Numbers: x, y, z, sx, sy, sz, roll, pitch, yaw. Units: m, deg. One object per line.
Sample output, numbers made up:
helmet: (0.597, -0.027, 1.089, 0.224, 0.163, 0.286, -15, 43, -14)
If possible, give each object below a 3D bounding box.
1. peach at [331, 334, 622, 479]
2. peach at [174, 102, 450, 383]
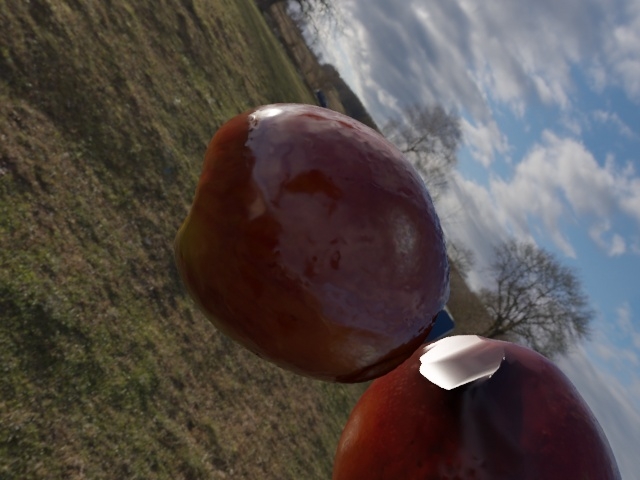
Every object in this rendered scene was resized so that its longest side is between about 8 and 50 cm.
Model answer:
peach: (0.198, 0.310, 0.660, 0.388, 0.388, 0.388, 54, 10, -14)
peach: (0.000, 0.000, 0.506, 0.281, 0.238, 0.280, 19, 35, -14)
